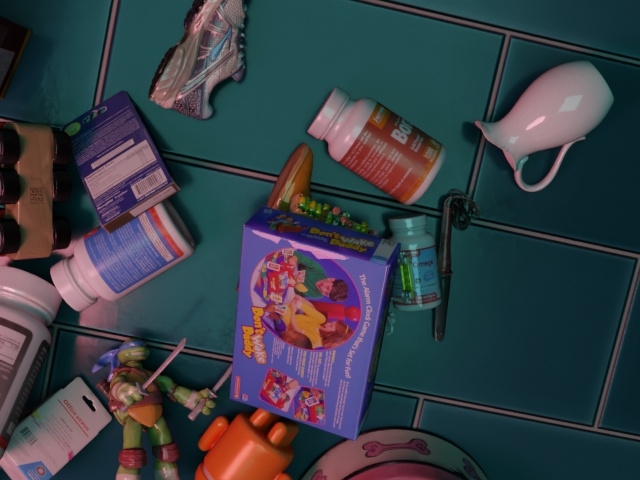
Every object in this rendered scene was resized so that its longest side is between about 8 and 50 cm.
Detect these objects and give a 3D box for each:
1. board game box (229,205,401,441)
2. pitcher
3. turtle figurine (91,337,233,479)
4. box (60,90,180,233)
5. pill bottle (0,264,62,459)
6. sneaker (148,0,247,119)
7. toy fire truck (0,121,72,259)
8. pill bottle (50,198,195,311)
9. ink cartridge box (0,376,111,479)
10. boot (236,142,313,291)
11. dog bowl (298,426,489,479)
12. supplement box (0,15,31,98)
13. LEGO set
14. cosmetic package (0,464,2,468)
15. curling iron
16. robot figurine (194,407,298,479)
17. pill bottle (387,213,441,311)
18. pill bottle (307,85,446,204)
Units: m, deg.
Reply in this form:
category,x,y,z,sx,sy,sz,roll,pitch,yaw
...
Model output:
category,x,y,z,sx,sy,sz,roll,pitch,yaw
board game box,-0.017,0.139,1.309,0.233,0.078,0.347,16,121,13
pitcher,0.397,-0.193,1.379,0.207,0.125,0.178,-34,119,12
turtle figurine,-0.255,0.290,1.340,0.275,0.198,0.266,-4,82,2
box,-0.335,-0.135,1.338,0.136,0.036,0.225,-32,63,1
pill bottle,-0.533,0.194,1.293,0.161,0.161,0.283,18,61,-5
sneaker,-0.171,-0.332,1.342,0.122,0.110,0.283,28,98,-24
toy fire truck,-0.542,-0.090,1.335,0.158,0.246,0.217,-6,103,-44
pill bottle,-0.332,0.024,1.353,0.221,0.124,0.124,-31,98,0
ink cartridge box,-0.462,0.332,1.390,0.062,0.181,0.104,-27,101,44
boot,0.000,0.001,1.390,0.211,0.104,0.295,20,100,-11
dog bowl,0.138,0.552,1.437,0.408,0.150,0.407,0,98,-3
supplement box,-0.591,-0.322,1.258,0.191,0.194,0.129,25,95,-6
LEGO set,0.071,0.027,1.319,0.132,0.107,0.287,-37,110,-23
cosmetic package,-0.689,0.377,1.372,0.224,0.138,0.225,44,94,-7
curling iron,0.232,0.047,1.432,0.068,0.035,0.274,8,97,-4
robot figurine,-0.134,0.389,1.413,0.158,0.128,0.219,36,93,-15
pill bottle,0.159,0.037,1.401,0.087,0.087,0.160,-9,98,-2
pill bottle,0.092,-0.162,1.354,0.216,0.121,0.121,32,95,-7
